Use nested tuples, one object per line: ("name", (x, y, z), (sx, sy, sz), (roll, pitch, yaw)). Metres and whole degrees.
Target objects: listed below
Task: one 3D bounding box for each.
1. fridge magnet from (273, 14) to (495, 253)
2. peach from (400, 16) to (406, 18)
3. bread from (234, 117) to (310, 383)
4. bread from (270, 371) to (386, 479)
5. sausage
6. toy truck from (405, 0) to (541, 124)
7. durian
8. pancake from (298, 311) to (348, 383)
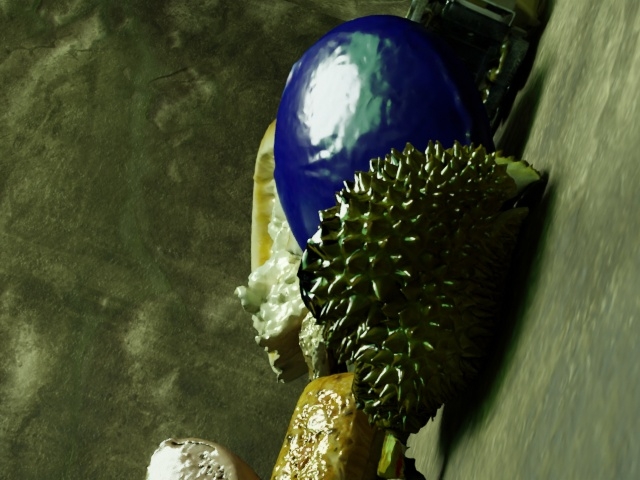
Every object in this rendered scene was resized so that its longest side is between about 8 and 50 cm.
("fridge magnet", (0.056, -0.072, 0.796), (0.112, 0.265, 0.266), (-13, -48, -41))
("peach", (0.107, -0.219, 1.322), (0.252, 0.252, 0.253), (19, -90, -89))
("bread", (0.016, 0.018, 1.171), (0.424, 0.245, 0.329), (105, 173, -54))
("bread", (0.005, 0.234, 0.871), (0.113, 0.083, 0.211), (-13, 43, 36))
("sausage", (-0.090, 0.324, 0.925), (0.253, 0.123, 0.123), (61, -148, -33))
("toy truck", (0.138, -0.180, 0.912), (0.272, 0.124, 0.157), (109, -173, -56))
("durian", (0.050, 0.041, 0.604), (0.193, 0.137, 0.238), (101, -173, -82))
("pancake", (-0.003, 0.241, 1.028), (0.245, 0.057, 0.266), (-76, -20, -47))
